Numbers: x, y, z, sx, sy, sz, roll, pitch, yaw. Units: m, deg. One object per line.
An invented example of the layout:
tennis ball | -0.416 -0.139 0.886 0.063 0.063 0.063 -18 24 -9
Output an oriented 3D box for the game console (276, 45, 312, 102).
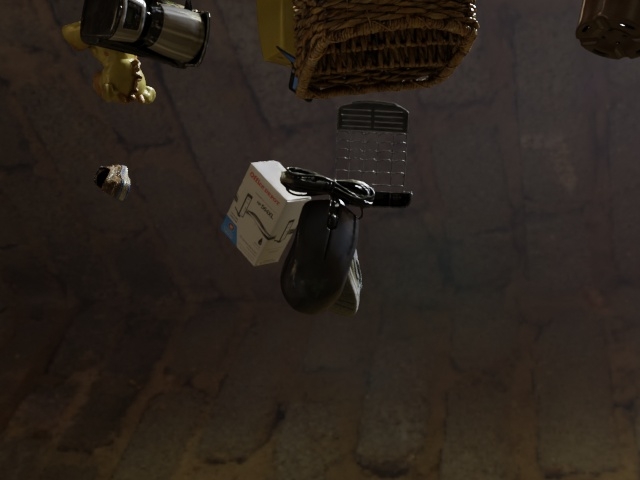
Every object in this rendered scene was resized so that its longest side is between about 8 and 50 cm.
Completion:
game console | -0.066 -0.408 1.917 0.122 0.071 0.107 45 -51 50

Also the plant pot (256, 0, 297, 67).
plant pot | -0.051 -0.561 2.064 0.212 0.212 0.187 -175 -87 -66

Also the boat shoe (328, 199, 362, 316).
boat shoe | 0.040 0.051 1.769 0.103 0.118 0.320 -56 146 -35

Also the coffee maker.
coffee maker | -0.300 -0.347 1.291 0.178 0.171 0.120 8 73 -42

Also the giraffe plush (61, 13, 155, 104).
giraffe plush | -0.396 -0.349 1.540 0.210 0.182 0.170 4 -77 62

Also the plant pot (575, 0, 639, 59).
plant pot | 0.511 -0.406 1.312 0.165 0.167 0.167 -69 157 -11

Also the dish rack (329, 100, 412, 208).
dish rack | 0.130 -0.220 1.989 0.074 0.209 0.271 -100 -167 -86

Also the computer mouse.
computer mouse | 0.000 0.000 1.434 0.072 0.189 0.272 146 -45 -72

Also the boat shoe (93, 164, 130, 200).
boat shoe | -0.489 -0.147 1.821 0.066 0.066 0.183 -67 -153 6

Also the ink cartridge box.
ink cartridge box | -0.131 -0.065 1.838 0.086 0.148 0.203 -11 139 -47

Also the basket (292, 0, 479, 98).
basket | 0.114 -0.352 1.347 0.213 0.299 0.222 -139 -135 -66
